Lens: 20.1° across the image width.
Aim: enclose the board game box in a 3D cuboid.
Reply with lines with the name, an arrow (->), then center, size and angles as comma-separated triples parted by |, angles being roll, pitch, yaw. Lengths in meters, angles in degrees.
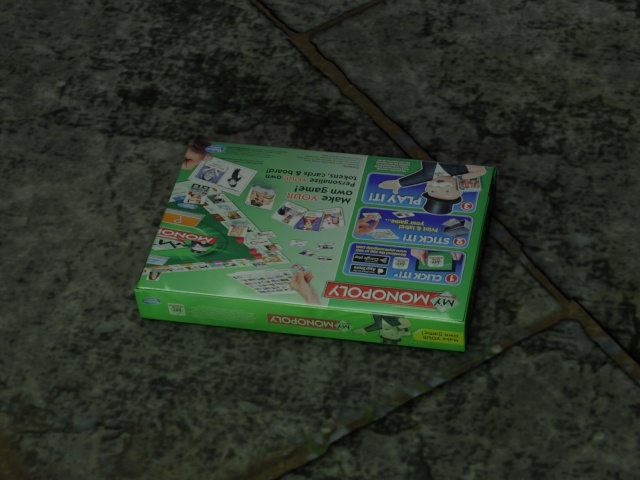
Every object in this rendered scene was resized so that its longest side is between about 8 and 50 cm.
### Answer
board game box -> 0.000, 0.000, 1.765 | 0.317, 0.046, 0.213 | 6, 48, 11
